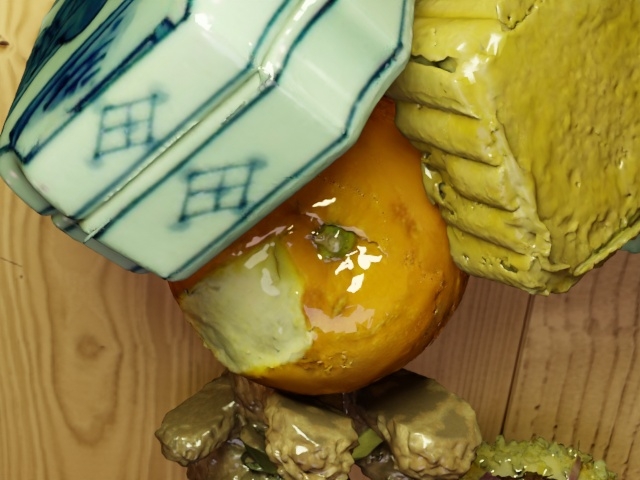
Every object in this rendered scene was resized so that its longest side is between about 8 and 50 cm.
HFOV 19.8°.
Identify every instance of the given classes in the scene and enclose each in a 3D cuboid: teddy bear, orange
[{"bbox_3d":[-0.019,0.181,1.553,0.246,0.296,0.222,5,113,-23],"label":"teddy bear"},{"bbox_3d":[0.000,0.000,1.390,0.240,0.240,0.240,1,133,1],"label":"orange"}]

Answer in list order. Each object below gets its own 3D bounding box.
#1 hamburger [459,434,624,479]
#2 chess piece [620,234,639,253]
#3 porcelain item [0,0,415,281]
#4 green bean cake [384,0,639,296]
[{"bbox_3d":[0.182,0.287,1.712,0.262,0.138,0.243,-19,127,19],"label":"hamburger"},{"bbox_3d":[0.336,0.001,1.454,0.176,0.175,0.298,-33,110,28],"label":"chess piece"},{"bbox_3d":[-0.078,-0.136,1.232,0.157,0.286,0.281,38,125,-24],"label":"porcelain item"},{"bbox_3d":[0.162,-0.105,1.283,0.131,0.230,0.224,14,135,50],"label":"green bean cake"}]
